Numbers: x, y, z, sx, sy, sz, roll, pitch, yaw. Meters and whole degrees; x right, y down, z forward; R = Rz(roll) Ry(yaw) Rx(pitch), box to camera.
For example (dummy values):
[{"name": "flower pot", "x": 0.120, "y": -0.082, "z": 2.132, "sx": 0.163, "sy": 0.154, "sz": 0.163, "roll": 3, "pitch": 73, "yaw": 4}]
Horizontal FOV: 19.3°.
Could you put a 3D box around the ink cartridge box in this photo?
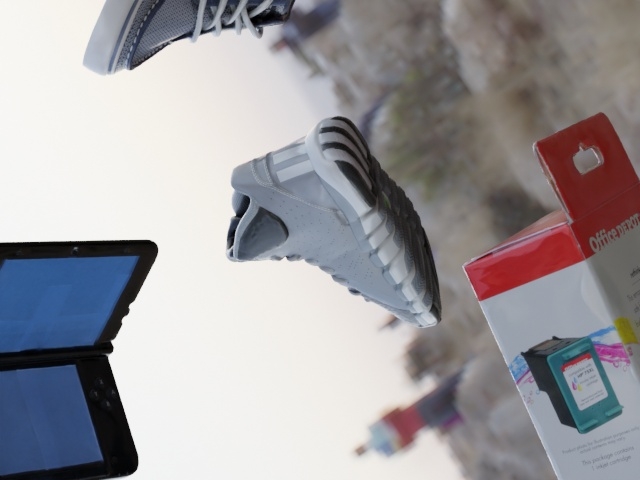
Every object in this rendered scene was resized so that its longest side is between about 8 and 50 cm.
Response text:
[{"name": "ink cartridge box", "x": 0.167, "y": 0.049, "z": 1.125, "sx": 0.134, "sy": 0.078, "sz": 0.231, "roll": -24, "pitch": -90, "yaw": -61}]

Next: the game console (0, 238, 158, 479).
[{"name": "game console", "x": -0.148, "y": 0.072, "z": 1.065, "sx": 0.144, "sy": 0.085, "sz": 0.124, "roll": -1, "pitch": -112, "yaw": -50}]

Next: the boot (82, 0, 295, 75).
[{"name": "boot", "x": -0.062, "y": -0.143, "z": 1.074, "sx": 0.086, "sy": 0.069, "sz": 0.190, "roll": 27, "pitch": -135, "yaw": 1}]

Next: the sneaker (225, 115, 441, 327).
[{"name": "sneaker", "x": 0.000, "y": 0.000, "z": 1.410, "sx": 0.229, "sy": 0.132, "sz": 0.086, "roll": 56, "pitch": -158, "yaw": -45}]
